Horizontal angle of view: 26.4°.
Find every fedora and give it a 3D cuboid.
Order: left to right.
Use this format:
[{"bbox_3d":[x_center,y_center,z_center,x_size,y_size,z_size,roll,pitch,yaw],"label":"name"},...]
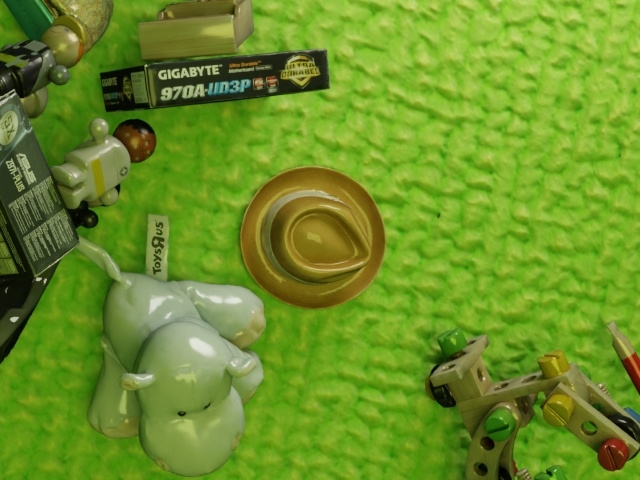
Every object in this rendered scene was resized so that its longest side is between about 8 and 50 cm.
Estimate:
[{"bbox_3d":[0.000,0.000,1.695,0.194,0.079,0.194,-2,97,-17],"label":"fedora"}]

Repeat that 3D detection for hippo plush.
[{"bbox_3d":[-0.140,0.136,1.563,0.234,0.236,0.294,-11,109,-23],"label":"hippo plush"}]

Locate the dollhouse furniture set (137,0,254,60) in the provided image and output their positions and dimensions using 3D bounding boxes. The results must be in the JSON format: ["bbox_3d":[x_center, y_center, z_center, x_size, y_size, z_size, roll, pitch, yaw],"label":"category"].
[{"bbox_3d":[-0.146,-0.338,1.536,0.212,0.161,0.242,-4,108,8],"label":"dollhouse furniture set"}]

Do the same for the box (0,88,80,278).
[{"bbox_3d":[-0.355,-0.054,1.422,0.077,0.147,0.180,-43,121,-46],"label":"box"}]

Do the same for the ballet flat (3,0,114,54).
[{"bbox_3d":[-0.360,-0.363,1.542,0.123,0.123,0.348,-40,104,-9],"label":"ballet flat"}]

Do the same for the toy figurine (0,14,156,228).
[{"bbox_3d":[-0.295,-0.118,1.511,0.213,0.209,0.148,52,51,-1],"label":"toy figurine"}]

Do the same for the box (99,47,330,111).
[{"bbox_3d":[-0.123,-0.184,1.574,0.220,0.175,0.051,-9,98,-24],"label":"box"}]

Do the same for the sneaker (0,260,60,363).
[{"bbox_3d":[-0.380,0.052,1.543,0.130,0.087,0.228,26,47,-9],"label":"sneaker"}]

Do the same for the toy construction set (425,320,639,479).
[{"bbox_3d":[0.282,0.188,1.747,0.308,0.257,0.237,-28,91,-33],"label":"toy construction set"}]
